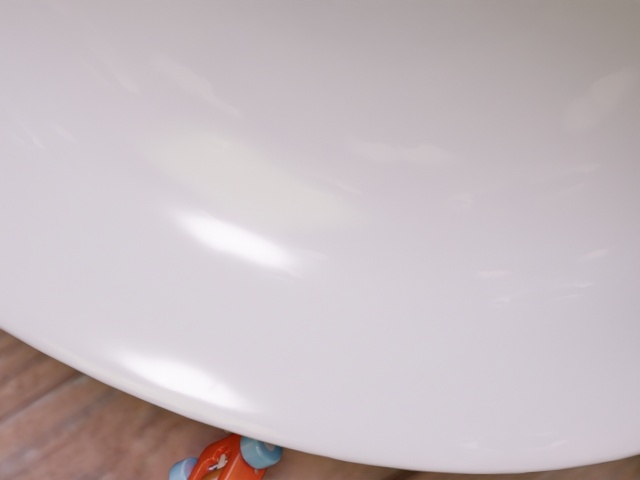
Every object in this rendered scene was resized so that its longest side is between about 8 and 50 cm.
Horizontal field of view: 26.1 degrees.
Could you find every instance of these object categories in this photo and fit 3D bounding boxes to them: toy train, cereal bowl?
[{"bbox_3d":[-0.084,0.152,0.638,0.166,0.125,0.046,-30,110,28],"label":"toy train"},{"bbox_3d":[-0.006,-0.073,0.417,0.339,0.141,0.339,14,145,10],"label":"cereal bowl"}]
